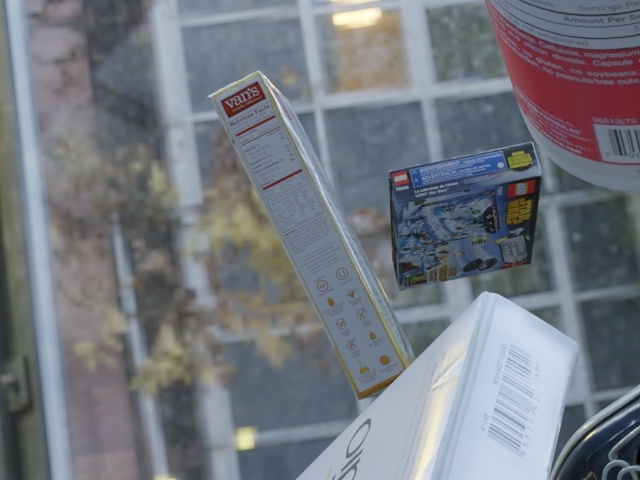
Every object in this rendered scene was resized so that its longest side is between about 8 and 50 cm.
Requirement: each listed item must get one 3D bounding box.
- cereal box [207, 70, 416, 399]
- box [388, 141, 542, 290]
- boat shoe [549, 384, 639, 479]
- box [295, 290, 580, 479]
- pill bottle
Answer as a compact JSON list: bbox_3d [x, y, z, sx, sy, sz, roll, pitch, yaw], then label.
[{"bbox_3d":[0.000,0.000,1.404,0.047,0.240,0.173,-27,-7,4],"label":"cereal box"},{"bbox_3d":[0.093,-0.014,1.247,0.094,0.027,0.137,-11,-25,-3],"label":"box"},{"bbox_3d":[0.244,0.157,1.350,0.095,0.079,0.254,31,-57,-18],"label":"boat shoe"},{"bbox_3d":[-0.011,0.195,0.862,0.058,0.232,0.322,30,-47,-9],"label":"box"},{"bbox_3d":[0.223,-0.233,1.412,0.229,0.229,0.407,-11,-35,11],"label":"pill bottle"}]
